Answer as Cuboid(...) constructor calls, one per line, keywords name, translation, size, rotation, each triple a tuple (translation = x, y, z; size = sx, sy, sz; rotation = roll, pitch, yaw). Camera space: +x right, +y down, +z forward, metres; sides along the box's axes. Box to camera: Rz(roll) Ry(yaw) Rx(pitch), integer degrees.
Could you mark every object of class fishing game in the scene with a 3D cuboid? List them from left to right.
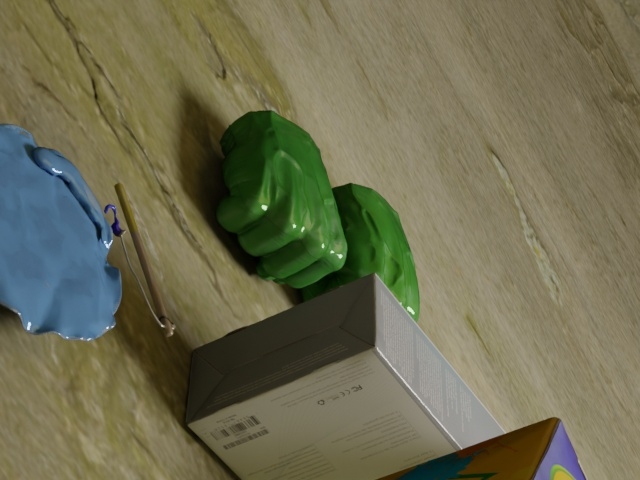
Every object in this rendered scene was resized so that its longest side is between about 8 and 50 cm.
Cuboid(name="fishing game", translation=(-0.216, -0.006, 1.311), size=(0.264, 0.041, 0.189), rotation=(6, 56, -58))

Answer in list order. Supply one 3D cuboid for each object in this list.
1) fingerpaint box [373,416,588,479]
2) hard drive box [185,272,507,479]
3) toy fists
Cuboid(name="fingerpaint box", translation=(0.066, 0.388, 1.144), size=(0.444, 0.371, 0.163), rotation=(65, 23, -8))
Cuboid(name="hard drive box", translation=(0.027, 0.158, 1.508), size=(0.232, 0.181, 0.089), rotation=(51, 26, -35))
Cuboid(name="toy fists", translation=(0.000, 0.000, 1.706), size=(0.279, 0.096, 0.142), rotation=(40, 25, -45))
